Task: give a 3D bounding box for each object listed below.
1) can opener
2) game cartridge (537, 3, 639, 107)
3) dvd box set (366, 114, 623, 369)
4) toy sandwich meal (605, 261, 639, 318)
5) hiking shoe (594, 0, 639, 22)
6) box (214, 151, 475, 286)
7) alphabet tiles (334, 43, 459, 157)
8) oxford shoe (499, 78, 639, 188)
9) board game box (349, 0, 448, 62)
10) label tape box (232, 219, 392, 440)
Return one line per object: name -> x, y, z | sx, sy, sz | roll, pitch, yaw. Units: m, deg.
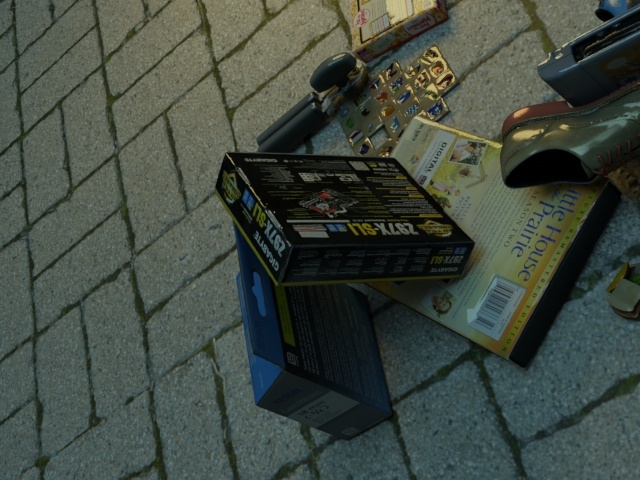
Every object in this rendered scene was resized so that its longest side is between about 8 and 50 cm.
can opener -> -0.026, -0.265, 1.940 | 0.280, 0.093, 0.074 | -41, 31, 24
game cartridge -> 0.483, -0.264, 1.403 | 0.297, 0.198, 0.062 | -26, 51, 32
dvd box set -> 0.231, -0.015, 1.589 | 0.420, 0.062, 0.308 | 26, 86, 47
toy sandwich meal -> 0.435, 0.067, 1.383 | 0.085, 0.029, 0.086 | -21, 55, 32
hiking shoe -> 0.480, -0.405, 1.546 | 0.132, 0.113, 0.304 | -24, 53, 29
box -> 0.033, -0.038, 1.506 | 0.257, 0.322, 0.079 | 54, 135, 44
alphabet tiles -> 0.142, -0.252, 1.838 | 0.237, 0.009, 0.198 | -39, 47, 19
oxford shoe -> 0.420, -0.135, 1.395 | 0.348, 0.123, 0.130 | -12, 44, 32
board game box -> 0.146, -0.449, 1.917 | 0.193, 0.045, 0.147 | -23, 54, 31
label tape box -> -0.045, 0.146, 1.546 | 0.106, 0.333, 0.241 | -33, 49, 26
